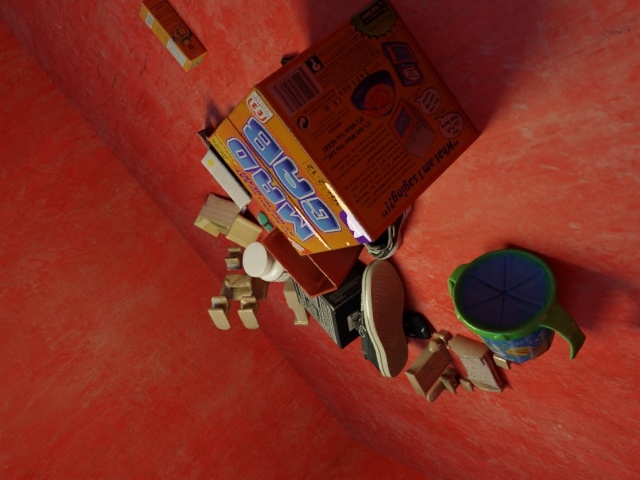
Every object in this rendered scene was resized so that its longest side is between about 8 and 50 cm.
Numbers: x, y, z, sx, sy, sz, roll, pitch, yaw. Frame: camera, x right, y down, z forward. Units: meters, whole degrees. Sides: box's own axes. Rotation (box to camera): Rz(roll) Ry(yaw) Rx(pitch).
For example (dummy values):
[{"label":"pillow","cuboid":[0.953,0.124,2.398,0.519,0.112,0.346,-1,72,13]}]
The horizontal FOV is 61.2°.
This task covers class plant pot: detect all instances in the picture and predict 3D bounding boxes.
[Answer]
[{"label":"plant pot","cuboid":[0.000,0.000,1.780,0.267,0.236,0.267,48,158,-4]}]

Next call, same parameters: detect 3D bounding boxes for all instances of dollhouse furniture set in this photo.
[{"label":"dollhouse furniture set","cuboid":[0.483,0.483,1.811,0.355,0.174,0.303,13,141,53]},{"label":"dollhouse furniture set","cuboid":[-0.255,0.243,2.462,0.394,0.362,0.256,-2,138,12]}]

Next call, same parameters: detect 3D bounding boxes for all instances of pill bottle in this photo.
[{"label":"pill bottle","cuboid":[-0.159,0.083,2.124,0.162,0.162,0.278,27,-169,39]}]

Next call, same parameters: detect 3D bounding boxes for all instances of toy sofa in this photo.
[{"label":"toy sofa","cuboid":[-0.424,-0.092,2.528,0.150,0.177,0.362,33,170,-39]}]

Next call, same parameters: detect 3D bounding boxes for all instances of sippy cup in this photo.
[{"label":"sippy cup","cuboid":[0.463,0.176,1.307,0.224,0.240,0.305,53,-162,-42]}]

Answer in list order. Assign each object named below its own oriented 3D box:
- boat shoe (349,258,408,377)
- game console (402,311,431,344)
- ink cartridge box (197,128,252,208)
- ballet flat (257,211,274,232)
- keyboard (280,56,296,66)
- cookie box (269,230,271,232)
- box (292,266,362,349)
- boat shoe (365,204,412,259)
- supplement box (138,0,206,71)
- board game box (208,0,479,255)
[{"label":"boat shoe","cuboid":[0.197,0.271,1.891,0.156,0.187,0.500,24,139,41]},{"label":"game console","cuboid":[0.297,0.324,2.041,0.213,0.044,0.361,54,158,-13]},{"label":"ink cartridge box","cuboid":[-0.376,-0.276,2.056,0.307,0.072,0.303,50,-176,-15]},{"label":"ballet flat","cuboid":[-0.236,-0.074,2.330,0.114,0.041,0.041,55,156,-17]},{"label":"keyboard","cuboid":[-0.039,-0.408,1.457,0.108,0.023,0.180,26,151,53]},{"label":"cookie box","cuboid":[-0.159,-0.042,2.153,0.040,0.107,0.092,48,157,-1]},{"label":"box","cuboid":[0.044,0.196,2.045,0.294,0.182,0.296,44,158,34]},{"label":"boat shoe","cuboid":[0.170,-0.024,1.593,0.121,0.119,0.335,39,156,17]},{"label":"supplement box","cuboid":[-0.469,-0.661,1.721,0.233,0.078,0.080,51,154,-11]},{"label":"board game box","cuboid":[0.037,-0.224,1.188,0.356,0.356,0.356,52,157,-11]}]
